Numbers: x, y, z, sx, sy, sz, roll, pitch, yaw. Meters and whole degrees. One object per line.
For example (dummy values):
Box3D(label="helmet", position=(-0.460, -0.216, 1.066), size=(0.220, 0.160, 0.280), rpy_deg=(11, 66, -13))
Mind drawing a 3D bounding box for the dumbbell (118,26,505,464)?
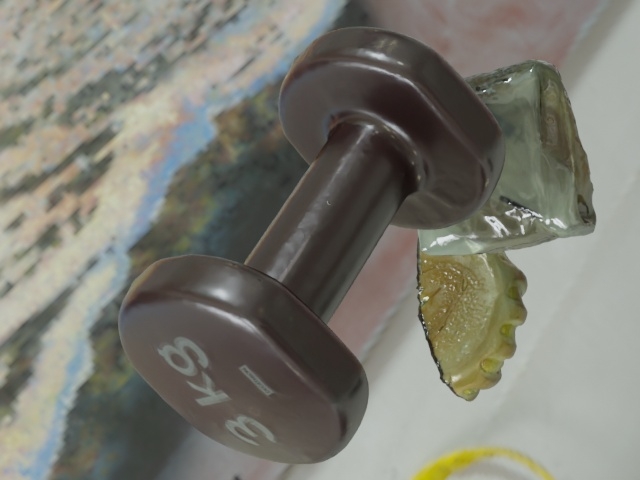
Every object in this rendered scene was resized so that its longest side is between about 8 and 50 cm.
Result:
Box3D(label="dumbbell", position=(0.000, 0.000, 0.868), size=(0.124, 0.140, 0.225), rpy_deg=(-17, 32, 49))

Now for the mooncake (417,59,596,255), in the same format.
Box3D(label="mooncake", position=(0.125, -0.057, 1.124), size=(0.125, 0.130, 0.073), rpy_deg=(-9, 2, 15))

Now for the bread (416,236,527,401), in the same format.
Box3D(label="bread", position=(0.135, 0.051, 1.388), size=(0.094, 0.083, 0.157), rpy_deg=(-36, 57, 24))
